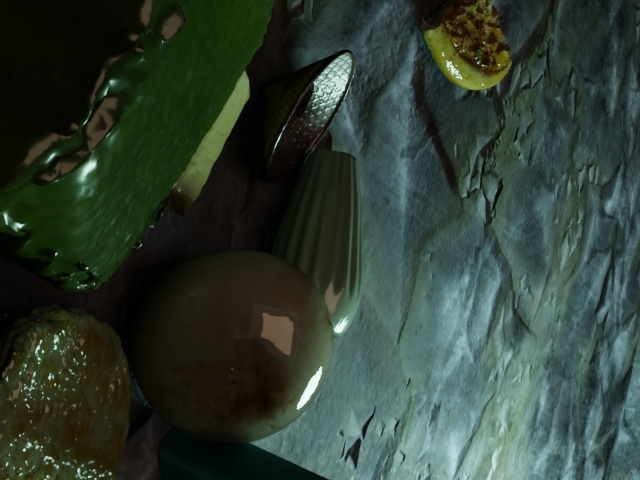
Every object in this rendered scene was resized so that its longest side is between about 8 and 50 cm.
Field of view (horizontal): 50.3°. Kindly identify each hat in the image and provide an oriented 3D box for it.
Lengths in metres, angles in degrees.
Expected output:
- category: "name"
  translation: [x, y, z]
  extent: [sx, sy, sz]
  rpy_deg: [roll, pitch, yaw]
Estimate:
- category: "hat"
  translation: [-0.041, -0.173, 0.863]
  extent: [0.193, 0.082, 0.193]
  rpy_deg: [-55, 172, -12]

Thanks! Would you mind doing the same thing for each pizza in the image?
- category: "pizza"
  translation: [0.269, -0.365, 1.192]
  extent: [0.292, 0.058, 0.197]
  rpy_deg: [10, 87, -49]

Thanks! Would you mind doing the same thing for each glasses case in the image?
- category: "glasses case"
  translation: [-0.060, 0.297, 0.739]
  extent: [0.070, 0.301, 0.117]
  rpy_deg: [-20, 110, -46]

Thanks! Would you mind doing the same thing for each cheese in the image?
- category: "cheese"
  translation: [-0.149, -0.124, 0.721]
  extent: [0.167, 0.094, 0.123]
  rpy_deg: [-65, 161, -16]

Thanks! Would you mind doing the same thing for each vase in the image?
- category: "vase"
  translation: [0.000, 0.000, 0.902]
  extent: [0.128, 0.128, 0.248]
  rpy_deg: [26, 67, -47]

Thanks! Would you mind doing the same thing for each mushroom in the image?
- category: "mushroom"
  translation: [-0.096, 0.116, 0.771]
  extent: [0.226, 0.178, 0.226]
  rpy_deg: [-1, 101, -6]

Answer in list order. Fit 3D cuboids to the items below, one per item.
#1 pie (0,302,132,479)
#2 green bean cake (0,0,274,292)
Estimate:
- category: "pie"
  translation: [-0.276, 0.188, 0.632]
  extent: [0.257, 0.105, 0.274]
  rpy_deg: [21, 81, -57]
- category: "green bean cake"
  translation: [-0.184, -0.147, 0.499]
  extent: [0.218, 0.335, 0.319]
  rpy_deg: [30, 73, -4]
